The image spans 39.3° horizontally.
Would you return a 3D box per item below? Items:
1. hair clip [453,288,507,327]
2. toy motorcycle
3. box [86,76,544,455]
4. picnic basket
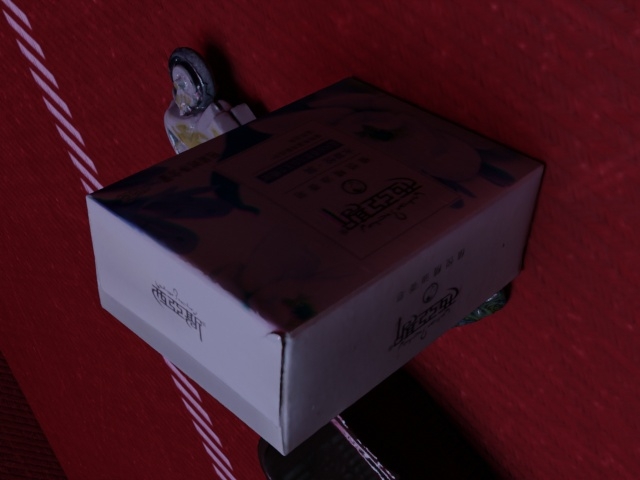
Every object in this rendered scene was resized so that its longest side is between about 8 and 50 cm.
[{"bbox_3d":[0.061,0.087,0.788,0.229,0.066,0.036,-33,53,24],"label":"hair clip"},{"bbox_3d":[-0.096,-0.081,0.911,0.229,0.074,0.151,56,149,0],"label":"toy motorcycle"},{"bbox_3d":[0.000,-0.002,0.666,0.203,0.274,0.116,33,136,33],"label":"box"},{"bbox_3d":[0.083,0.264,0.910,0.297,0.129,0.222,50,145,11],"label":"picnic basket"}]
